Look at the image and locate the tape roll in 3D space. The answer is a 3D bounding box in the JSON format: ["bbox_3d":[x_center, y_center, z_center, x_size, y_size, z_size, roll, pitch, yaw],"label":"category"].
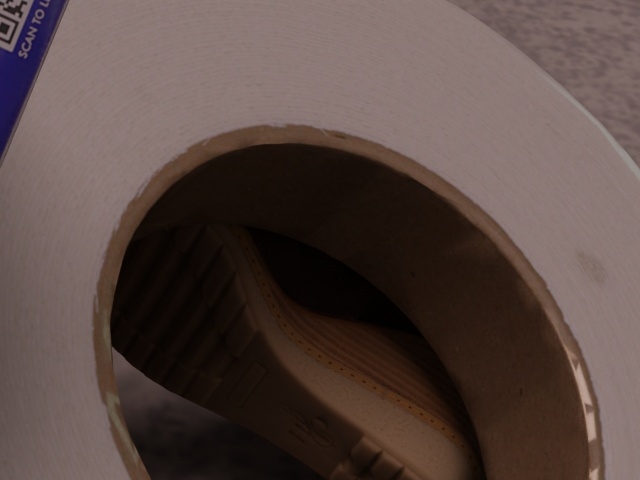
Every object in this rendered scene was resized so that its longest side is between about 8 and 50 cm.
[{"bbox_3d":[0.002,0.064,0.676,0.392,0.072,0.392,18,54,-25],"label":"tape roll"}]

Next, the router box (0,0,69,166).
[{"bbox_3d":[-0.217,0.033,0.569,0.082,0.335,0.301,24,-3,-30],"label":"router box"}]

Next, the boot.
[{"bbox_3d":[0.000,0.000,0.848,0.248,0.090,0.207,43,36,-5],"label":"boot"}]
